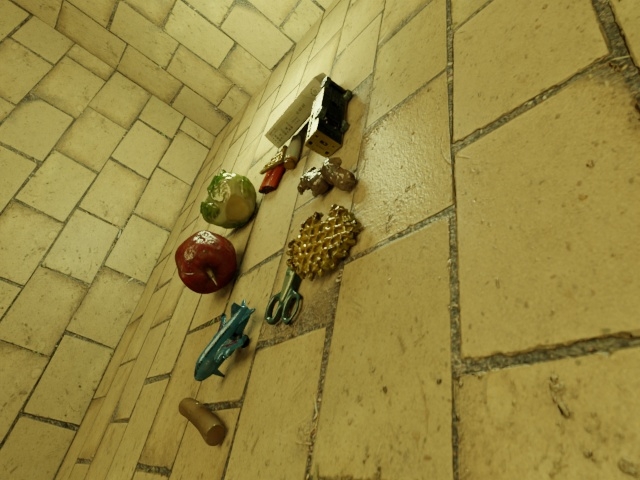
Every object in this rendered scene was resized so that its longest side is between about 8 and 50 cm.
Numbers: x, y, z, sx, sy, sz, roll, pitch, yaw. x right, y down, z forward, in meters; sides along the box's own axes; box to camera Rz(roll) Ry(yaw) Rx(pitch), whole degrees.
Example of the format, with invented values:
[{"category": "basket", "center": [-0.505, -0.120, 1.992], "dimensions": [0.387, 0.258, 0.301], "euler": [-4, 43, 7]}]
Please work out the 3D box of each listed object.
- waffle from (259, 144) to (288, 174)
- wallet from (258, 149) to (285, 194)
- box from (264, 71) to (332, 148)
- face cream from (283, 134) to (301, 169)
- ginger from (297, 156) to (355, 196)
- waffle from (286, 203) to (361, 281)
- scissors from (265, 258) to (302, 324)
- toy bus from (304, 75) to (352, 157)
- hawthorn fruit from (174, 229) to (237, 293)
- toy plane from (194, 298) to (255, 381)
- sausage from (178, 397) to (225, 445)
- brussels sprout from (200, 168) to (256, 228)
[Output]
[{"category": "waffle", "center": [-0.207, -0.353, 1.792], "dimensions": [0.153, 0.023, 0.097], "euler": [-25, 42, 36]}, {"category": "wallet", "center": [-0.205, -0.309, 1.818], "dimensions": [0.142, 0.045, 0.204], "euler": [-7, 56, 56]}, {"category": "box", "center": [-0.084, -0.565, 1.767], "dimensions": [0.330, 0.095, 0.210], "euler": [-40, 14, 27]}, {"category": "face cream", "center": [-0.117, -0.378, 1.735], "dimensions": [0.072, 0.051, 0.182], "euler": [-26, 40, 37]}, {"category": "ginger", "center": [0.010, -0.199, 1.295], "dimensions": [0.122, 0.084, 0.290], "euler": [-58, 27, -14]}, {"category": "waffle", "center": [0.000, 0.000, 1.113], "dimensions": [0.231, 0.051, 0.229], "euler": [-48, 36, 1]}, {"category": "scissors", "center": [-0.081, 0.106, 1.176], "dimensions": [0.138, 0.041, 0.289], "euler": [-14, 50, 47]}, {"category": "toy bus", "center": [0.028, -0.463, 1.510], "dimensions": [0.123, 0.121, 0.335], "euler": [-41, 32, 44]}, {"category": "hawthorn fruit", "center": [-0.455, 0.084, 1.620], "dimensions": [0.258, 0.258, 0.262], "euler": [-62, -1, -7]}, {"category": "toy plane", "center": [-0.290, 0.310, 1.244], "dimensions": [0.271, 0.105, 0.254], "euler": [-63, 26, -7]}, {"category": "sausage", "center": [-0.351, 0.514, 1.183], "dimensions": [0.301, 0.066, 0.065], "euler": [-5, 58, 55]}, {"category": "brussels sprout", "center": [-0.421, -0.183, 1.862], "dimensions": [0.294, 0.227, 0.259], "euler": [32, 105, 56]}]
